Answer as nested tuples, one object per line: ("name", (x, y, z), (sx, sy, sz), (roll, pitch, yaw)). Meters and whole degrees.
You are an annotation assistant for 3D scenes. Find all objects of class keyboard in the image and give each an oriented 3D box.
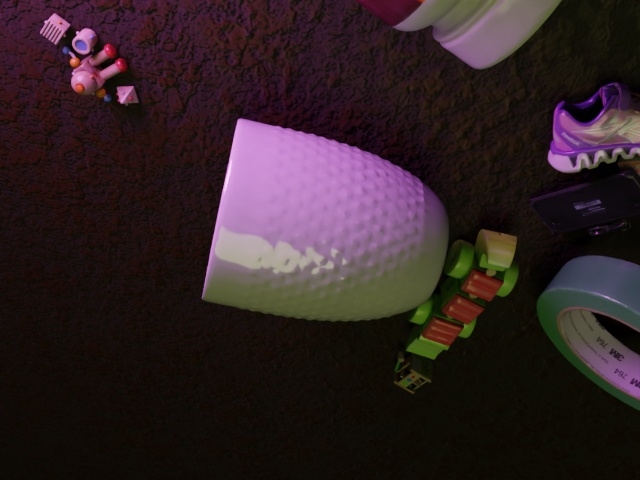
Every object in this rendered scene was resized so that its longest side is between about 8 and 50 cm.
("keyboard", (0.421, -0.049, 1.043), (0.108, 0.023, 0.180), (46, 148, -18))

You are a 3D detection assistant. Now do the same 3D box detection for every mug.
("mug", (0.000, 0.000, 1.074), (0.328, 0.276, 0.374), (12, 162, -9))

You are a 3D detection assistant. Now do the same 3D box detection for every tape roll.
("tape roll", (0.503, 0.163, 1.087), (0.321, 0.077, 0.321), (39, 163, 14))

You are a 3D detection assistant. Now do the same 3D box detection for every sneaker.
("sneaker", (0.429, -0.170, 0.938), (0.237, 0.095, 0.104), (-11, 119, 21))

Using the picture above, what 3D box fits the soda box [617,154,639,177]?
("soda box", (0.517, -0.109, 0.942), (0.183, 0.058, 0.063), (2, 137, 47))

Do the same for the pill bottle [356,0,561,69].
("pill bottle", (0.078, -0.373, 0.738), (0.392, 0.224, 0.224), (31, 129, -15))

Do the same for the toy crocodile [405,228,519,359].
("toy crocodile", (0.243, 0.105, 1.194), (0.115, 0.105, 0.340), (22, 131, -8))

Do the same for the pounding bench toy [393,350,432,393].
("pounding bench toy", (0.172, 0.260, 1.374), (0.083, 0.052, 0.065), (32, 129, -16))

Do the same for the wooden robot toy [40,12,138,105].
("wooden robot toy", (-0.345, -0.254, 1.016), (0.076, 0.079, 0.173), (-22, 123, 26))
